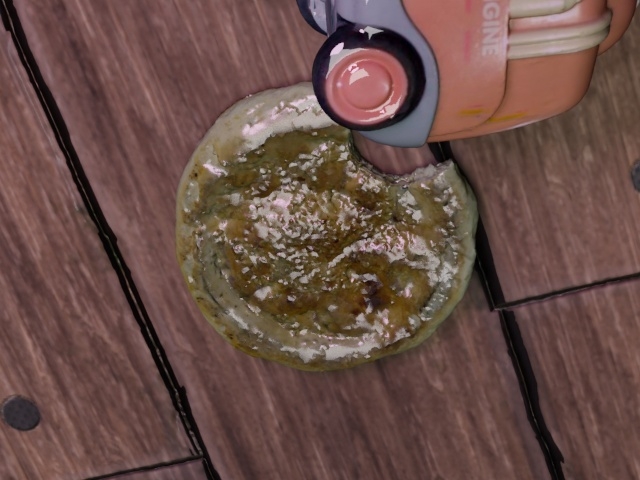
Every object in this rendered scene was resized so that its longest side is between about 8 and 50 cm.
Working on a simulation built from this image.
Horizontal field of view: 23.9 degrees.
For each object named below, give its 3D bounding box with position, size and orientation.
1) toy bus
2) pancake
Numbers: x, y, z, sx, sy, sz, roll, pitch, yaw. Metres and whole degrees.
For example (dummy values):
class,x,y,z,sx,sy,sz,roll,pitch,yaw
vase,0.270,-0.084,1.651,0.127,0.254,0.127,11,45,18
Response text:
class,x,y,z,sx,sy,sz,roll,pitch,yaw
toy bus,0.096,-0.201,0.977,0.232,0.194,0.288,-1,118,-1
pancake,0.000,0.000,1.178,0.253,0.037,0.254,3,118,5
